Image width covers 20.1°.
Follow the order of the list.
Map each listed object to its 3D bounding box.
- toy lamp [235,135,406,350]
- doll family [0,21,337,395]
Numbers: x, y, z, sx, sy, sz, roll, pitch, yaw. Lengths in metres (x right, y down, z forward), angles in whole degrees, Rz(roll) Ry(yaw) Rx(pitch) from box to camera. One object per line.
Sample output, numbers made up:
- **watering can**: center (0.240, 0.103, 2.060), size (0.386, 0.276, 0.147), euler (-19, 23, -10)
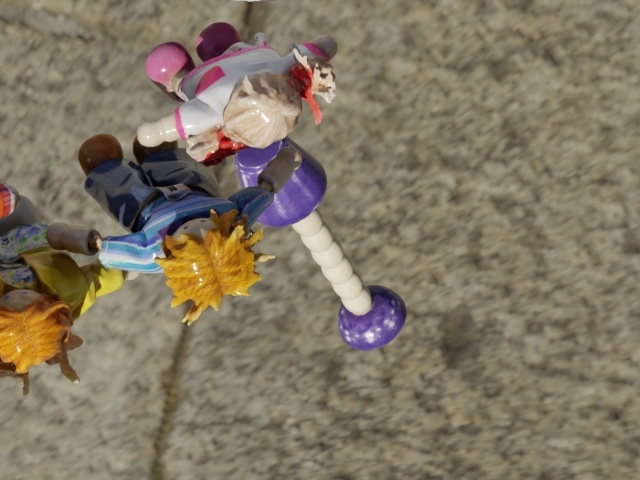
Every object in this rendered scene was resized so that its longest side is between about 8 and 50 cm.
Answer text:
- **toy lamp**: center (0.000, 0.000, 1.640), size (0.080, 0.080, 0.275), euler (-58, 139, -20)
- **doll family**: center (-0.100, -0.006, 0.866), size (0.263, 0.163, 0.118), euler (-23, 113, -9)
